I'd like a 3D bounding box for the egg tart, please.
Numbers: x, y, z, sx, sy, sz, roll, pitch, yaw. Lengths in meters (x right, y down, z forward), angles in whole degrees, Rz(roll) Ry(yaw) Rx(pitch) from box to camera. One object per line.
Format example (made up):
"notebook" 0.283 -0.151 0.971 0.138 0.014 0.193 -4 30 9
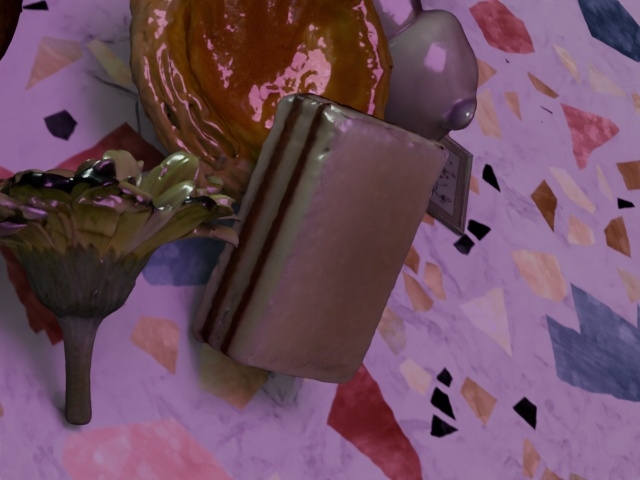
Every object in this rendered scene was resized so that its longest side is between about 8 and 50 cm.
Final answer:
"egg tart" -0.086 -0.207 1.799 0.388 0.169 0.387 8 77 -38

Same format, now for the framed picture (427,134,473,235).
"framed picture" 0.134 -0.127 2.137 0.231 0.010 0.173 34 44 -25

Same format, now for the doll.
"doll" 0.072 -0.291 2.018 0.370 0.215 0.226 50 42 -5

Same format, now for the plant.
"plant" -0.256 0.011 1.447 0.261 0.306 0.297 45 60 -60

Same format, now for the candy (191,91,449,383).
"candy" 0.000 0.000 1.681 0.179 0.135 0.320 21 91 -39

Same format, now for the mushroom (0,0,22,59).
"mushroom" -0.459 -0.264 1.475 0.331 0.356 0.334 21 13 -33
